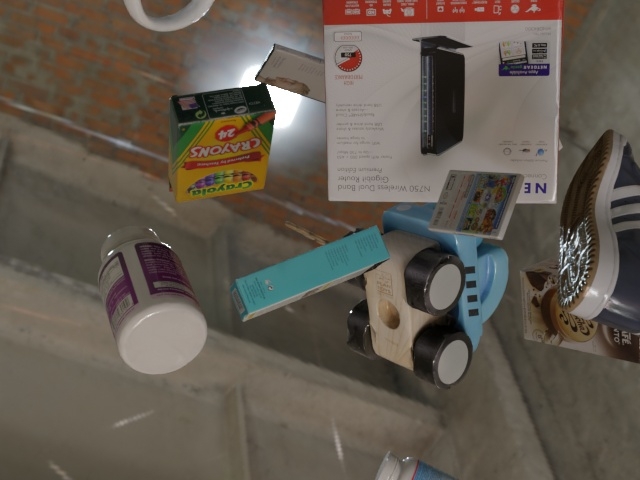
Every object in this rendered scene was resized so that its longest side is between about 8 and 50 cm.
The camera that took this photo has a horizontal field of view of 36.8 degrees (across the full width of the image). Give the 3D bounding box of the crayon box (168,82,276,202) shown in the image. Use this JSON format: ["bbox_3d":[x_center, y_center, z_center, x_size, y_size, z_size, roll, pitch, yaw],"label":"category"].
[{"bbox_3d":[-0.212,-0.184,2.015,0.202,0.318,0.081,-11,-119,-16],"label":"crayon box"}]

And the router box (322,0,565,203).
[{"bbox_3d":[0.177,-0.208,1.391,0.335,0.301,0.082,1,-167,12],"label":"router box"}]

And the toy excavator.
[{"bbox_3d":[0.255,-0.013,1.742,0.445,0.433,0.222,-26,-151,-37],"label":"toy excavator"}]

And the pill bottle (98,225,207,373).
[{"bbox_3d":[-0.333,0.103,1.848,0.169,0.169,0.301,8,-150,-29],"label":"pill bottle"}]

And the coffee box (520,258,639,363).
[{"bbox_3d":[0.594,0.149,2.100,0.119,0.168,0.297,-17,-163,-39],"label":"coffee box"}]

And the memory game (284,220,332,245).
[{"bbox_3d":[0.000,0.000,2.231,0.186,0.012,0.186,27,178,1],"label":"memory game"}]

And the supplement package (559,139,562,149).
[{"bbox_3d":[0.441,-0.295,2.419,0.262,0.145,0.204,28,154,55],"label":"supplement package"}]

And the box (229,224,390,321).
[{"bbox_3d":[-0.018,0.053,1.532,0.244,0.100,0.060,-21,-97,-15],"label":"box"}]

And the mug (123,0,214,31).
[{"bbox_3d":[-0.265,-0.556,1.740,0.276,0.374,0.328,34,-133,29],"label":"mug"}]

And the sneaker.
[{"bbox_3d":[0.346,0.000,1.038,0.153,0.099,0.282,24,-135,-2],"label":"sneaker"}]

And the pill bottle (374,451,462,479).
[{"bbox_3d":[0.183,0.447,1.738,0.160,0.087,0.087,26,-150,3],"label":"pill bottle"}]

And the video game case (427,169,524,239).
[{"bbox_3d":[0.197,-0.047,1.227,0.011,0.087,0.122,30,167,-37],"label":"video game case"}]

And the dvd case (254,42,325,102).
[{"bbox_3d":[-0.033,-0.433,2.545,0.253,0.180,0.022,15,-113,-16],"label":"dvd case"}]
